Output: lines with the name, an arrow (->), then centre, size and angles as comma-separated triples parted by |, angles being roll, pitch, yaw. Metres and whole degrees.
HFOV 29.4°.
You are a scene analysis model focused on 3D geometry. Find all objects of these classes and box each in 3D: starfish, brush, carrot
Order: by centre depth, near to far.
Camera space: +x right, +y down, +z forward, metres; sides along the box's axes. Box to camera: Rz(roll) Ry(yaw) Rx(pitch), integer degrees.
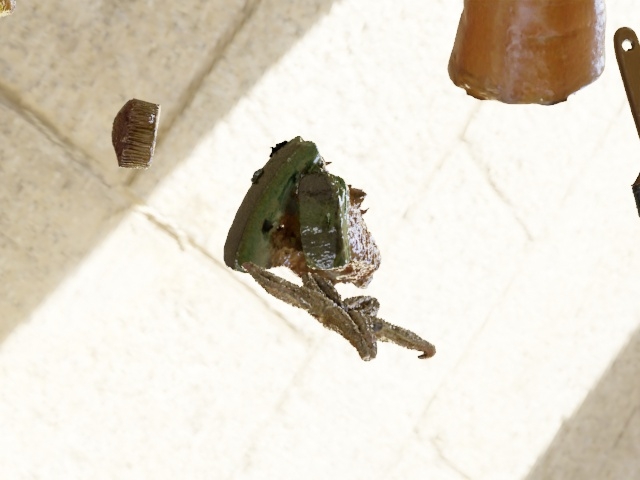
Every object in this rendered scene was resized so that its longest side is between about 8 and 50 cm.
brush -> 0.227, -0.064, 0.833 | 0.043, 0.014, 0.170 | -13, 88, -7
carrot -> 0.204, -0.255, 1.172 | 0.159, 0.159, 0.225 | -36, 142, -29
starfish -> 0.018, 0.080, 1.402 | 0.043, 0.240, 0.227 | -63, -175, 7

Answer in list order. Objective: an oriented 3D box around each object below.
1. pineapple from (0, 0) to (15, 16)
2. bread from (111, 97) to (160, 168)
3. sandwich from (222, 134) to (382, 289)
pineapple -> -0.443, -0.303, 1.476 | 0.137, 0.116, 0.069 | 1, 69, -46
bread -> -0.221, -0.125, 1.442 | 0.053, 0.085, 0.085 | 9, 111, -8
sandwich -> 0.000, 0.000, 2.040 | 0.301, 0.162, 0.250 | 34, 92, -41
